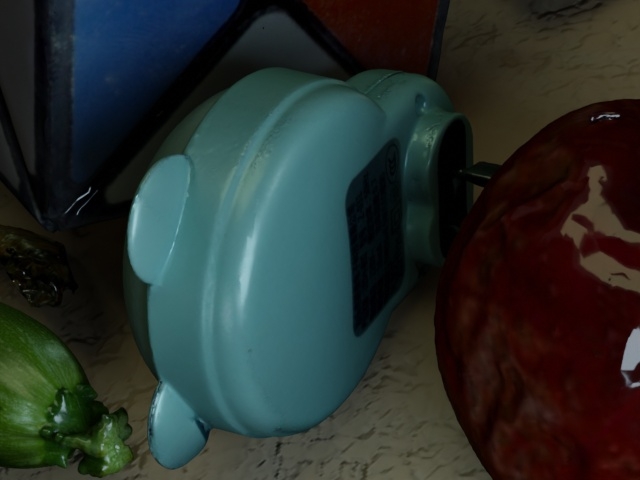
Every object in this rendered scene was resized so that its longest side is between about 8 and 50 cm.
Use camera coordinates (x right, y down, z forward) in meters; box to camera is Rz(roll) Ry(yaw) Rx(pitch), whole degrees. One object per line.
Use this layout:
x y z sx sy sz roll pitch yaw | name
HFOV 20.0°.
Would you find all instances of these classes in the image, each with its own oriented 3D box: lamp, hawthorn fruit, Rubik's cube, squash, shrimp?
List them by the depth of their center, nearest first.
0.173 0.016 0.933 0.210 0.266 0.230 -25 44 -34 | hawthorn fruit
-0.010 -0.004 1.054 0.284 0.209 0.147 -25 38 -33 | lamp
-0.256 0.067 1.134 0.379 0.101 0.101 17 54 36 | squash
-0.228 0.006 1.149 0.148 0.035 0.195 15 6 -18 | shrimp
-0.106 -0.227 1.173 0.307 0.305 0.310 -16 38 -31 | Rubik's cube
